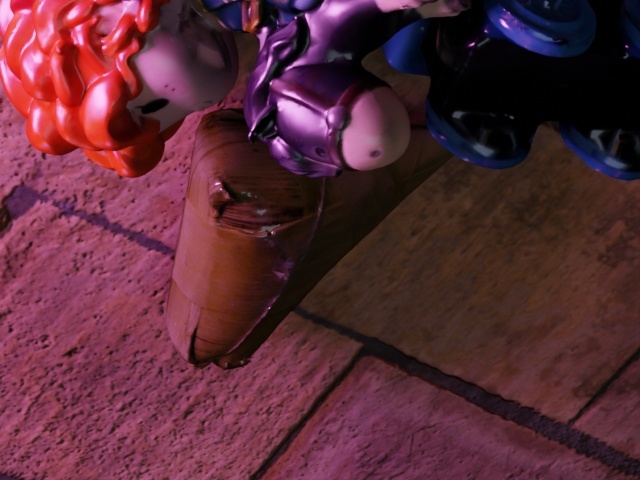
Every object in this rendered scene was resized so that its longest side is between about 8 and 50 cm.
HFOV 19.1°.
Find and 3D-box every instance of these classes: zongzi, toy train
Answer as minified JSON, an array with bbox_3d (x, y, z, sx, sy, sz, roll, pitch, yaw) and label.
[{"bbox_3d":[0.000,0.000,1.916,0.300,0.145,0.274,-6,132,-22],"label":"zongzi"},{"bbox_3d":[0.205,-0.202,1.737,0.300,0.265,0.188,5,135,-23],"label":"toy train"}]

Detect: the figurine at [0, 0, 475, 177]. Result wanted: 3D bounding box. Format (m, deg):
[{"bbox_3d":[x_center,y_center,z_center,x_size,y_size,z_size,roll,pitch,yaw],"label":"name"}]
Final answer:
[{"bbox_3d":[-0.074,-0.195,1.626,0.412,0.241,0.306,10,110,20],"label":"figurine"}]
